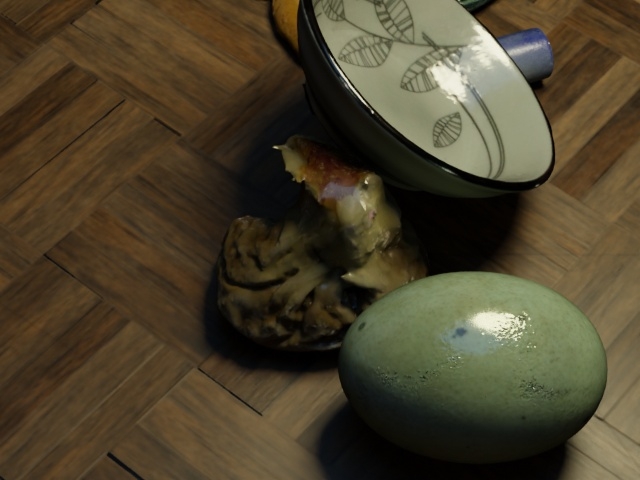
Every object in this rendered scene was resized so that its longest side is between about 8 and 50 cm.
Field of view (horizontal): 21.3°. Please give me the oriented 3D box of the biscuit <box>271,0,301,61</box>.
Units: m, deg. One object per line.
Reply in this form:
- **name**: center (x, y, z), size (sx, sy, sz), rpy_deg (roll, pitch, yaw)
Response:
- **biscuit**: center (0.038, -0.231, 1.832), size (0.224, 0.033, 0.144), rpy_deg (26, 56, 17)

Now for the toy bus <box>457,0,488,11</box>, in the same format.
- **toy bus**: center (0.105, -0.392, 1.875), size (0.134, 0.164, 0.276), rpy_deg (-38, 62, -25)

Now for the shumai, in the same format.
- **shumai**: center (0.000, 0.000, 1.566), size (0.206, 0.175, 0.166), rpy_deg (-9, 54, -6)

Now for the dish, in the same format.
- **dish**: center (0.078, -0.139, 1.629), size (0.316, 0.106, 0.316), rpy_deg (31, 34, -23)

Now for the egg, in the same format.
- **egg**: center (0.133, 0.111, 1.492), size (0.237, 0.169, 0.169), rpy_deg (4, 53, 1)

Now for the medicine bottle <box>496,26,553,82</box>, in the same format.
- **medicine bottle**: center (0.128, -0.167, 1.771), size (0.231, 0.059, 0.059), rpy_deg (-17, 56, -14)
